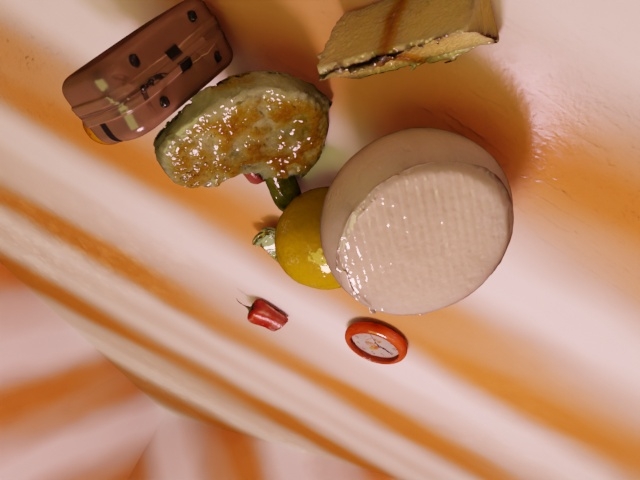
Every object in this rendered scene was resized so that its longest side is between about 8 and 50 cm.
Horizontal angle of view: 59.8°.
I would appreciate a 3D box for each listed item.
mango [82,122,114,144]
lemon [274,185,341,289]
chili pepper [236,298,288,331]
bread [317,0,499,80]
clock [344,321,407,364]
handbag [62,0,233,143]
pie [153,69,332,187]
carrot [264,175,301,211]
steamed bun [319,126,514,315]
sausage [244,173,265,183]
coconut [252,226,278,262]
[{"bbox_3d":[-0.515,-0.300,1.369,0.115,0.090,0.178,36,142,-30],"label":"mango"},{"bbox_3d":[0.000,0.000,1.289,0.219,0.240,0.240,-17,127,34],"label":"lemon"},{"bbox_3d":[-0.206,0.245,1.888,0.192,0.084,0.086,33,112,-14],"label":"chili pepper"},{"bbox_3d":[0.139,-0.328,0.890,0.266,0.141,0.178,-2,177,33],"label":"bread"},{"bbox_3d":[0.176,0.324,1.766,0.205,0.051,0.205,16,143,13],"label":"clock"},{"bbox_3d":[-0.342,-0.314,1.063,0.283,0.302,0.149,0,134,42],"label":"handbag"},{"bbox_3d":[-0.134,-0.205,1.087,0.371,0.078,0.296,-6,150,-34],"label":"pie"},{"bbox_3d":[-0.125,-0.208,1.258,0.074,0.074,0.358,3,137,30],"label":"carrot"},{"bbox_3d":[0.176,-0.049,1.081,0.374,0.241,0.374,-5,128,-7],"label":"steamed bun"},{"bbox_3d":[-0.162,-0.174,1.329,0.054,0.059,0.094,14,150,39],"label":"sausage"},{"bbox_3d":[-0.120,0.010,1.544,0.133,0.055,0.158,18,143,15],"label":"coconut"}]
